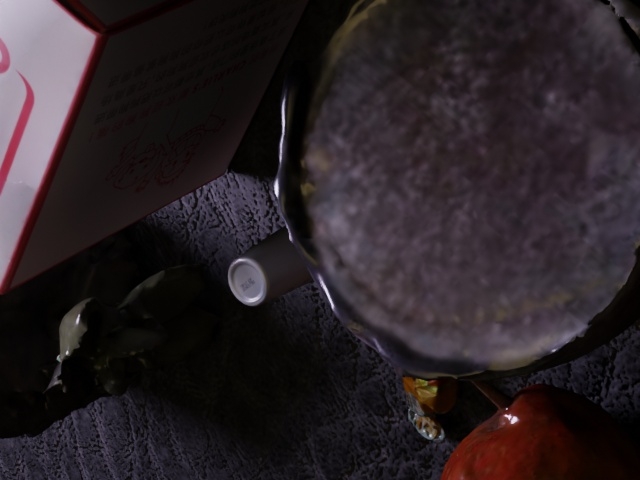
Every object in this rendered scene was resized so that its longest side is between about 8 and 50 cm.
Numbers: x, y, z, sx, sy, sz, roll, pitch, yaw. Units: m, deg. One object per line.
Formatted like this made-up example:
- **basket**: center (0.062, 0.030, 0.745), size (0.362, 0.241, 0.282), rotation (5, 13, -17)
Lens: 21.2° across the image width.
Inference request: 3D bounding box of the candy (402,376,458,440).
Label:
- **candy**: center (0.092, 0.099, 1.468), size (0.053, 0.046, 0.182), rotation (21, 125, 36)

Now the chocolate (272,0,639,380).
- **chocolate**: center (0.146, -0.048, 1.230), size (0.303, 0.213, 0.303), rotation (-3, 83, 30)

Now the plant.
- **plant**: center (-0.259, 0.078, 1.656), size (0.312, 0.215, 0.213), rotation (19, 119, 32)

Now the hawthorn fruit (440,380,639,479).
- **hawthorn fruit**: center (0.176, 0.216, 1.340), size (0.210, 0.210, 0.262), rotation (-10, 97, 44)

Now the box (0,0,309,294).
- **box**: center (-0.221, -0.197, 1.418), size (0.300, 0.314, 0.312), rotation (42, 132, 15)

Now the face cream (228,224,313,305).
- **face cream**: center (0.000, 0.000, 1.404), size (0.051, 0.182, 0.072), rotation (56, 138, 5)
